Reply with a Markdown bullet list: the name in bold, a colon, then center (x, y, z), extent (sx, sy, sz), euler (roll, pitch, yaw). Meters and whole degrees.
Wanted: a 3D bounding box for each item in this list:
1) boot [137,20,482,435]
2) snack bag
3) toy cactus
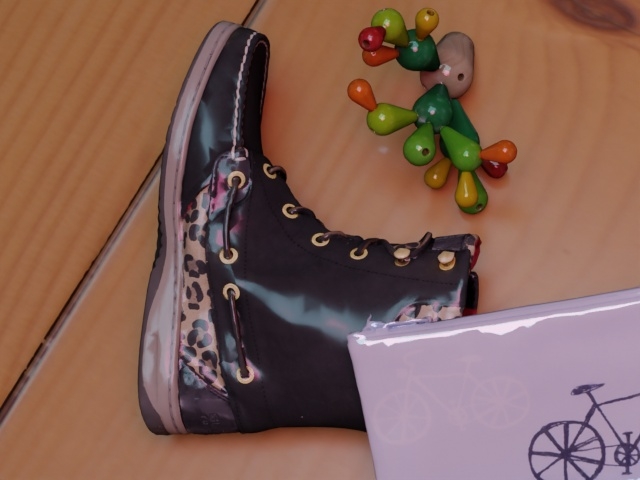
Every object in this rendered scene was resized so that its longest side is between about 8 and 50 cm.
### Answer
- **boot**: center (0.000, 0.000, 1.280), extent (0.284, 0.138, 0.378), euler (6, 78, 13)
- **snack bag**: center (0.206, 0.207, 1.170), extent (0.323, 0.037, 0.343), euler (-10, 96, 6)
- **toy cactus**: center (0.112, -0.135, 1.298), extent (0.112, 0.219, 0.180), euler (-24, 27, 33)
